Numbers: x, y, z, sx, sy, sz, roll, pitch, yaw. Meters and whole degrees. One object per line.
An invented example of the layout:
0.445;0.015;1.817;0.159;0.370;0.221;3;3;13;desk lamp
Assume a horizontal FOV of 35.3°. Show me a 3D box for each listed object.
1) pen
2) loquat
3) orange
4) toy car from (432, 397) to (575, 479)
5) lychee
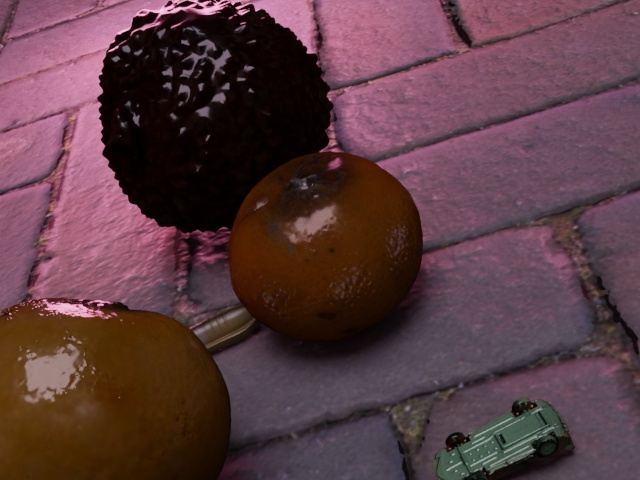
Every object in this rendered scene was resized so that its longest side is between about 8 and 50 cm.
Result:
-0.167;0.128;1.123;0.233;0.032;0.040;-27;59;-5;pen
-0.212;0.163;0.905;0.263;0.263;0.263;-14;36;10;loquat
0.000;0.000;1.084;0.224;0.170;0.224;-12;36;9;orange
0.157;0.183;0.879;0.122;0.035;0.059;-30;35;3;toy car
-0.135;-0.157;1.269;0.306;0.306;0.330;17;22;41;lychee
